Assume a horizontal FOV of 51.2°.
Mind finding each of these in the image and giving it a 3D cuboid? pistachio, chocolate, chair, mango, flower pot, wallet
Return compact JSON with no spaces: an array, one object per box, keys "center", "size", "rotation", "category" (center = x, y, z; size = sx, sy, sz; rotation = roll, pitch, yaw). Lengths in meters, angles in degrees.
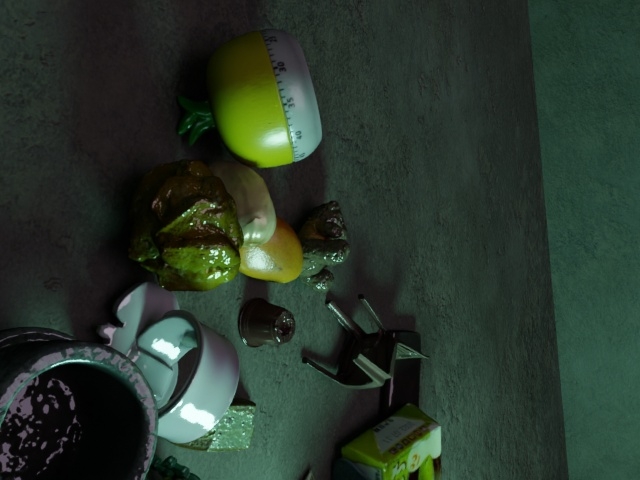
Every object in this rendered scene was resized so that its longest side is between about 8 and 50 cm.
[{"center":[-0.157,-0.073,1.296],"size":[0.117,0.145,0.201],"rotation":[18,31,-54],"category":"pistachio"},{"center":[0.200,0.631,1.770],"size":[0.288,0.137,0.301],"rotation":[-17,108,-44],"category":"chocolate"},{"center":[0.129,0.297,1.681],"size":[0.326,0.175,0.183],"rotation":[44,48,-36],"category":"chair"},{"center":[-0.111,0.021,1.423],"size":[0.217,0.102,0.141],"rotation":[46,62,-39],"category":"mango"},{"center":[-0.381,0.254,0.928],"size":[0.299,0.282,0.299],"rotation":[10,76,-45],"category":"flower pot"},{"center":[-0.108,0.180,1.437],"size":[0.111,0.089,0.111],"rotation":[-1,92,-52],"category":"flower pot"},{"center":[0.231,0.412,1.916],"size":[0.165,0.042,0.310],"rotation":[9,83,-51],"category":"wallet"}]

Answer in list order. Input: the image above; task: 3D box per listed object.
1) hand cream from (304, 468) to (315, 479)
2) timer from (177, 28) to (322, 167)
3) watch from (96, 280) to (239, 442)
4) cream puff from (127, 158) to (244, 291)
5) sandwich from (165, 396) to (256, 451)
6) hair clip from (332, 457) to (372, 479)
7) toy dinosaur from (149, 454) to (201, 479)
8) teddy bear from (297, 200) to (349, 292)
[{"center":[-0.047,0.610,1.570],"size":[0.143,0.039,0.061],"rotation":[-49,127,-51],"category":"hand cream"},{"center":[-0.151,-0.260,1.293],"size":[0.285,0.285,0.286],"rotation":[-1,91,-52],"category":"timer"},{"center":[-0.259,0.200,1.131],"size":[0.196,0.231,0.244],"rotation":[41,62,-42],"category":"watch"},{"center":[-0.232,-0.020,1.163],"size":[0.244,0.196,0.244],"rotation":[-12,90,-89],"category":"cream puff"},{"center":[-0.198,0.361,1.326],"size":[0.258,0.096,0.094],"rotation":[15,84,-49],"category":"sandwich"},{"center":[0.098,0.761,1.536],"size":[0.238,0.318,0.393],"rotation":[-15,104,-49],"category":"hair clip"},{"center":[-0.241,0.445,1.166],"size":[0.153,0.259,0.094],"rotation":[43,51,-11],"category":"toy dinosaur"},{"center":[0.000,0.000,1.558],"size":[0.177,0.140,0.190],"rotation":[112,0,-51],"category":"teddy bear"}]
